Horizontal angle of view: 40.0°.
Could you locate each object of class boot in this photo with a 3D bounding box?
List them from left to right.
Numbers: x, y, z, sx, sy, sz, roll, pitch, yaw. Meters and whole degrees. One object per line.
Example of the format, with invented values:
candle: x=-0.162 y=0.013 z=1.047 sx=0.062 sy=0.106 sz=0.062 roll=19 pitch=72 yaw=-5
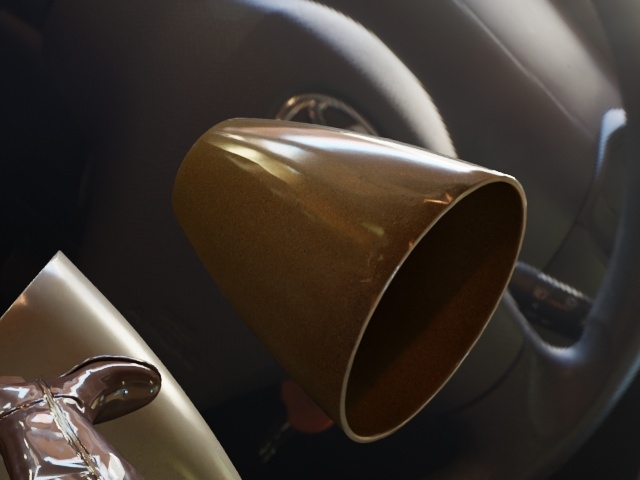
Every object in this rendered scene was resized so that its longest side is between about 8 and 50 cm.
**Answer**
boot: x=-0.098 y=0.092 z=0.401 sx=0.106 sy=0.037 sz=0.114 roll=-5 pitch=18 yaw=-37

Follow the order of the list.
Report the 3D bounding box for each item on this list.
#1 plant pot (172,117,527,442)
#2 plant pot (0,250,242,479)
plant pot: x=0.000 y=0.000 z=0.743 sx=0.254 sy=0.237 sz=0.237 roll=31 pitch=17 yaw=28
plant pot: x=-0.210 y=0.194 z=0.789 sx=0.274 sy=0.256 sz=0.256 roll=41 pitch=27 yaw=-13
